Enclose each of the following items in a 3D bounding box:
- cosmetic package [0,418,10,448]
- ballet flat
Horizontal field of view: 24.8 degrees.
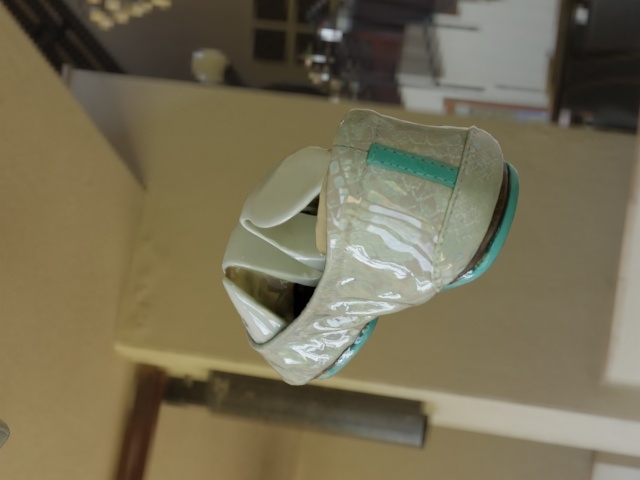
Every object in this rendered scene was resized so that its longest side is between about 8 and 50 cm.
[{"bbox_3d":[-0.255,0.074,0.612,0.129,0.153,0.296,-52,-9,-10],"label":"cosmetic package"},{"bbox_3d":[0.000,0.000,0.403,0.168,0.052,0.057,136,150,-65],"label":"ballet flat"}]
